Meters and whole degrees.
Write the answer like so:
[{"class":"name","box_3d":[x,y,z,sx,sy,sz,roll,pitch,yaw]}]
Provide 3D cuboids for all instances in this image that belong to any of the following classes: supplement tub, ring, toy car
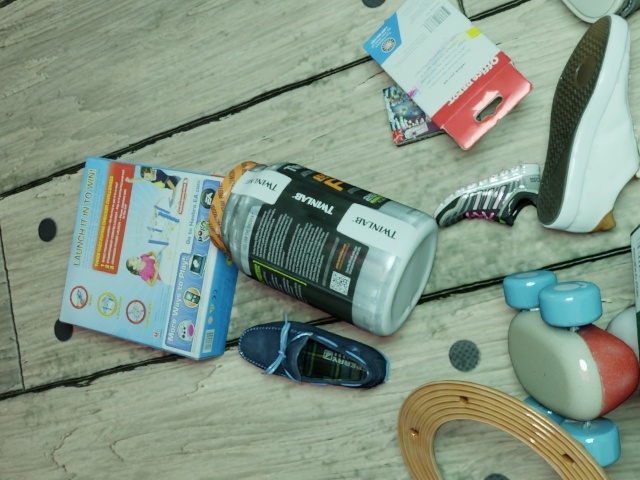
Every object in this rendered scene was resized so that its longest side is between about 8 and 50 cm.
[{"class":"supplement tub","box_3d":[0.000,0.000,1.054,0.316,0.193,0.193,23,96,21]},{"class":"ring","box_3d":[0.246,0.319,0.925,0.337,0.032,0.336,28,135,31]},{"class":"toy car","box_3d":[0.390,0.142,0.917,0.238,0.210,0.219,-11,96,-7]}]

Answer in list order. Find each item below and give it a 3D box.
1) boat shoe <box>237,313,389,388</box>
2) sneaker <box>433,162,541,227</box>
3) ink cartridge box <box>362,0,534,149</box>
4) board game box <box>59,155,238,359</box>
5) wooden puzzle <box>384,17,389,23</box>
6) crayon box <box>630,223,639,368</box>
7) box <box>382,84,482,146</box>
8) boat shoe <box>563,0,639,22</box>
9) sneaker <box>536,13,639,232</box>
[{"class":"boat shoe","box_3d":[-0.022,0.174,1.108,0.258,0.089,0.109,1,87,23]},{"class":"sneaker","box_3d":[0.250,-0.049,1.022,0.170,0.063,0.074,-24,72,15]},{"class":"ink cartridge box","box_3d":[0.190,-0.246,1.021,0.134,0.078,0.231,-43,71,14]},{"class":"board game box","box_3d":[-0.293,0.024,1.232,0.302,0.086,0.308,11,91,23]},{"class":"wooden puzzle","box_3d":[0.125,-0.323,1.121,0.049,0.006,0.083,-42,73,15]},{"class":"crayon box","box_3d":[0.518,0.151,0.747,0.313,0.106,0.363,9,63,0]},{"class":"box","box_3d":[0.172,-0.209,1.084,0.137,0.027,0.094,-15,82,21]},{"class":"boat shoe","box_3d":[0.342,-0.442,1.005,0.335,0.095,0.112,60,144,18]},{"class":"sneaker","box_3d":[0.386,-0.152,0.954,0.123,0.106,0.290,8,101,-12]}]
